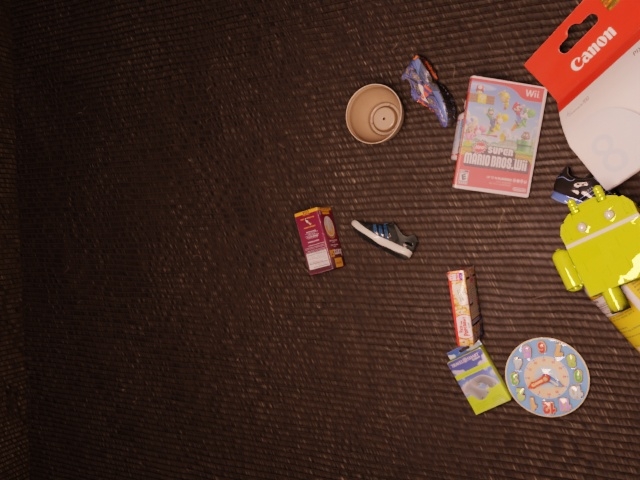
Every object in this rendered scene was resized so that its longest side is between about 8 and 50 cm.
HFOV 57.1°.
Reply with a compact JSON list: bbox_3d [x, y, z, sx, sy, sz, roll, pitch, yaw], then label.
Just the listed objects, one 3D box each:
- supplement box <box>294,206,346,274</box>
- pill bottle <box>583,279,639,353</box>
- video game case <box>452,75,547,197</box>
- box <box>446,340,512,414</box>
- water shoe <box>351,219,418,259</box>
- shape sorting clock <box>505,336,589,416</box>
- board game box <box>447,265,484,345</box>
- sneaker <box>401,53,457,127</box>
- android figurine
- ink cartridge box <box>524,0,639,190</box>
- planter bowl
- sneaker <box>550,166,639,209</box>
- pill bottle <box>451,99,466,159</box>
[{"bbox_3d":[0.000,0.000,1.754,0.081,0.104,0.188,-17,86,25],"label":"supplement box"},{"bbox_3d":[0.744,0.122,1.364,0.188,0.188,0.334,-43,75,21],"label":"pill bottle"},{"bbox_3d":[0.460,-0.263,1.511,0.204,0.025,0.285,7,96,-7],"label":"video game case"},{"bbox_3d":[0.429,0.369,1.606,0.109,0.042,0.178,-33,80,23],"label":"box"},{"bbox_3d":[0.186,-0.019,1.697,0.203,0.073,0.080,30,78,21],"label":"water shoe"},{"bbox_3d":[0.587,0.356,1.531,0.206,0.040,0.206,1,93,25],"label":"shape sorting clock"},{"bbox_3d":[0.387,0.169,1.558,0.045,0.147,0.193,-8,88,25],"label":"board game box"},{"bbox_3d":[0.299,-0.399,1.617,0.087,0.083,0.221,-36,72,36],"label":"sneaker"},{"bbox_3d":[0.635,0.014,1.287,0.248,0.056,0.272,-30,70,35],"label":"android figurine"},{"bbox_3d":[0.657,-0.350,1.326,0.385,0.091,0.308,54,146,11],"label":"ink cartridge box"},{"bbox_3d":[0.166,-0.349,1.655,0.162,0.109,0.162,2,94,25],"label":"planter bowl"},{"bbox_3d":[0.689,-0.109,1.436,0.232,0.081,0.090,22,107,23],"label":"sneaker"},{"bbox_3d":[0.402,-0.286,1.559,0.087,0.087,0.160,12,98,24],"label":"pill bottle"}]
